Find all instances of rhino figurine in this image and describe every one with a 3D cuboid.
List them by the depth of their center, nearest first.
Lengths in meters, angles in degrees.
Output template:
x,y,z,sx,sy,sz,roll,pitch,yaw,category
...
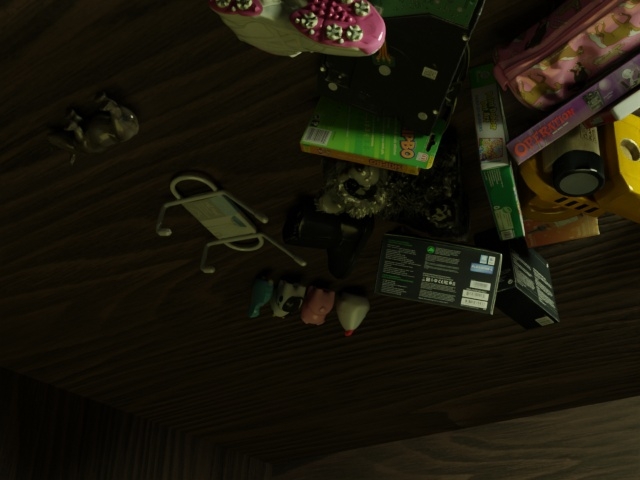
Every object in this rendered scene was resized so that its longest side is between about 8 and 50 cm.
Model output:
x,y,z,sx,sy,sz,roll,pitch,yaw,category
-0.477,-0.221,1.481,0.243,0.073,0.106,-18,141,29,rhino figurine

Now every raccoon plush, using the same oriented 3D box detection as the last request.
x,y,z,sx,sy,sz,roll,pitch,yaw,category
0.167,-0.075,1.606,0.299,0.216,0.446,-1,149,16,raccoon plush

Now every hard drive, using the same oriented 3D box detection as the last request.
x,y,z,sx,sy,sz,roll,pitch,yaw,category
0.129,-0.345,1.222,0.236,0.064,0.339,21,148,5,hard drive

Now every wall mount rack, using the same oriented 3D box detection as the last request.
x,y,z,sx,sy,sz,roll,pitch,yaw,category
-0.207,-0.024,1.726,0.304,0.131,0.350,-9,148,23,wall mount rack

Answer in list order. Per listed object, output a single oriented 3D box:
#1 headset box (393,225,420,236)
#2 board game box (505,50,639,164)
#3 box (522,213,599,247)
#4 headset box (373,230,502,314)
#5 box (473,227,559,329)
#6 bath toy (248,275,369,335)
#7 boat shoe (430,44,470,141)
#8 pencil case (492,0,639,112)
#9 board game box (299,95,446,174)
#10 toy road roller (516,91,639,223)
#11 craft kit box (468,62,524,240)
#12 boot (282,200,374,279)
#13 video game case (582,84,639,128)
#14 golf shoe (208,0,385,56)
x,y,z,sx,sy,sz,roll,pitch,yaw,category
0.221,0.005,1.845,0.083,0.062,0.032,27,138,-35,headset box
0.488,-0.257,1.250,0.346,0.208,0.056,-35,93,22,board game box
0.562,-0.066,1.704,0.170,0.091,0.130,-13,146,19,box
0.253,0.063,1.579,0.246,0.131,0.283,10,-177,8,headset box
0.515,0.101,1.883,0.103,0.184,0.261,-21,142,34,box
-0.029,0.194,2.091,0.348,0.129,0.151,11,180,-16,bath toy
0.234,-0.286,1.368,0.084,0.079,0.233,5,146,-5,boat shoe
0.466,-0.362,1.169,0.167,0.160,0.386,30,139,-23,pencil case
0.102,-0.203,1.382,0.259,0.124,0.039,13,152,18,board game box
0.557,-0.135,1.493,0.329,0.203,0.240,16,149,-16,toy road roller
0.343,-0.168,1.397,0.060,0.247,0.250,-12,146,16,craft kit box
0.000,0.000,1.805,0.207,0.094,0.246,7,141,-17,boot
0.553,-0.261,1.206,0.204,0.025,0.285,-35,178,12,video game case
-0.032,-0.358,1.182,0.306,0.115,0.140,22,165,17,golf shoe
